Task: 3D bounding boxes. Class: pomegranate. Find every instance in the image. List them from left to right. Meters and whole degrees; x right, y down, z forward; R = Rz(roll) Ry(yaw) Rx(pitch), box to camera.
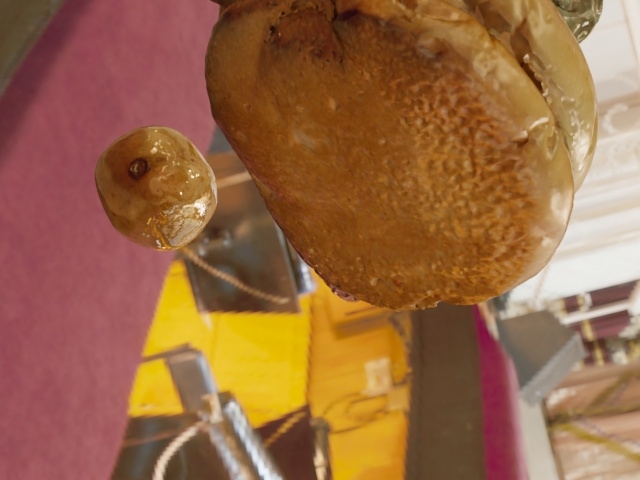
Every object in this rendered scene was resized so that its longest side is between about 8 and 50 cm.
[{"bbox_3d":[-0.234,-0.076,1.736,0.196,0.196,0.196,-15,90,-79],"label":"pomegranate"}]

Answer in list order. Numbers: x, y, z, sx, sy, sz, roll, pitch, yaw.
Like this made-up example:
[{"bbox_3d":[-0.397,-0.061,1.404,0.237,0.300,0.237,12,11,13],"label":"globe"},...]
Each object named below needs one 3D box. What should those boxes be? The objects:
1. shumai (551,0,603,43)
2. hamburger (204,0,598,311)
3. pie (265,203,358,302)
[{"bbox_3d":[0.177,-0.360,1.462,0.309,0.304,0.263,-65,147,-27],"label":"shumai"},{"bbox_3d":[0.051,-0.100,0.878,0.314,0.290,0.170,58,46,-31],"label":"hamburger"},{"bbox_3d":[0.000,0.000,1.460,0.182,0.049,0.182,50,5,-6],"label":"pie"}]
